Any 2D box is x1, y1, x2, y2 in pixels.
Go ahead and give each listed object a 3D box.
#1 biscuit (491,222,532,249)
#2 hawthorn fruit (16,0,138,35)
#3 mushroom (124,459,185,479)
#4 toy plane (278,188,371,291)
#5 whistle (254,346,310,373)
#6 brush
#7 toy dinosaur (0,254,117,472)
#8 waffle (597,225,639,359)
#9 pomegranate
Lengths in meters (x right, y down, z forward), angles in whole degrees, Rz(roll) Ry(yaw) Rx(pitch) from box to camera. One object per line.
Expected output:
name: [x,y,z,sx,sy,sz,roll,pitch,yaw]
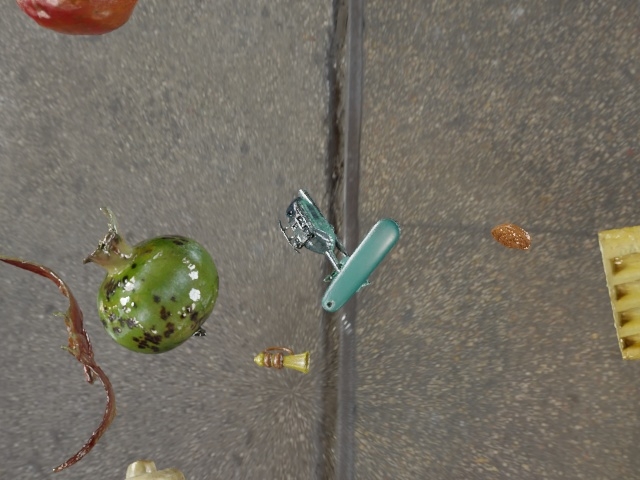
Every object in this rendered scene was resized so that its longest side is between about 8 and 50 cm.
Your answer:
biscuit: [0.377,-0.004,1.807,0.078,0.091,0.015,36,70,-9]
hawthorn fruit: [-0.338,-0.362,1.230,0.179,0.200,0.179,9,106,32]
mushroom: [-0.312,0.456,1.655,0.148,0.148,0.112,-18,64,-4]
toy plane: [0.000,0.000,1.663,0.060,0.096,0.235,-47,64,33]
whistle: [-0.074,0.230,1.823,0.109,0.046,0.057,6,58,15]
brush: [0.063,0.038,1.440,0.043,0.032,0.193,37,117,0]
toy dinosaur: [-0.408,0.163,1.416,0.113,0.206,0.327,-21,99,-11]
waffle: [0.557,0.085,1.504,0.168,0.057,0.274,-9,124,17]
pomegranate: [-0.166,0.037,0.867,0.122,0.122,0.161,-44,117,-8]
